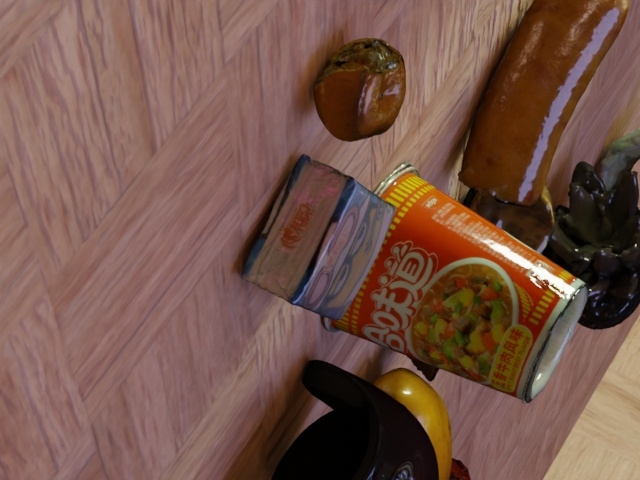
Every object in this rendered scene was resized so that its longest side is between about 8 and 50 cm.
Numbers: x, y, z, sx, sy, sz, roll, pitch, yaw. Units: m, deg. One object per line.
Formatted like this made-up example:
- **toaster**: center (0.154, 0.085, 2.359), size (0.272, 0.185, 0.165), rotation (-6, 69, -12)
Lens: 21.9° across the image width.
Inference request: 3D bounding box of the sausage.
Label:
- **sausage**: center (0.234, -0.167, 1.748), size (0.270, 0.109, 0.109), rotation (-64, 163, 9)

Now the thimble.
- **thimble**: center (0.519, -0.081, 2.612), size (0.211, 0.185, 0.149), rotation (-32, 177, 30)

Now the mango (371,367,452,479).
- **mango**: center (0.090, 0.238, 1.904), size (0.252, 0.126, 0.154), rotation (91, 19, -54)

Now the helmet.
- **helmet**: center (0.019, 0.235, 1.623), size (0.189, 0.193, 0.216), rotation (-59, -168, -17)

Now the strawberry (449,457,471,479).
- **strawberry**: center (0.196, 0.377, 2.526), size (0.083, 0.083, 0.096), rotation (95, 21, -52)

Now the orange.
- **orange**: center (0.027, -0.115, 1.279), size (0.086, 0.062, 0.086), rotation (-34, 132, -49)

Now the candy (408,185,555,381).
- **candy**: center (0.176, 0.038, 1.888), size (0.271, 0.101, 0.143), rotation (-59, -172, 11)

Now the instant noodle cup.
- **instant noodle cup**: center (0.137, 0.053, 1.601), size (0.193, 0.212, 0.193), rotation (-53, 160, -28)

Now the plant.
- **plant**: center (0.398, 0.020, 2.393), size (0.194, 0.181, 0.321), rotation (-53, 160, -13)

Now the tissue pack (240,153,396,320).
- **tissue pack**: center (0.000, 0.000, 1.370), size (0.115, 0.065, 0.155), rotation (-64, 162, -2)
